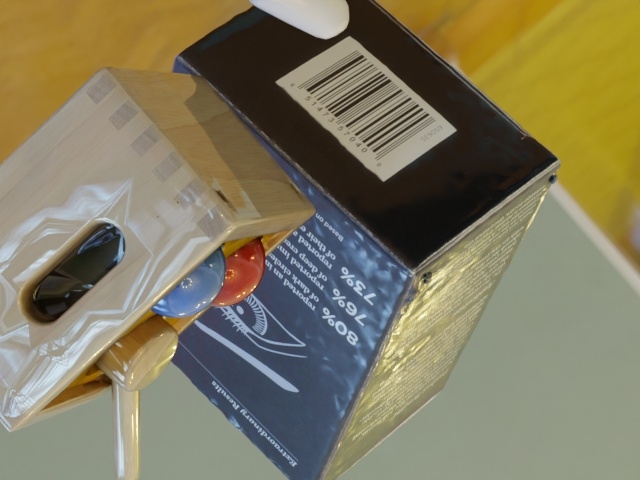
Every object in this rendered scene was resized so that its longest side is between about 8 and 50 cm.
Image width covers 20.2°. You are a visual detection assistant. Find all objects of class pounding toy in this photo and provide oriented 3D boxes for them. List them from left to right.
[{"bbox_3d":[-0.075,0.021,0.663,0.141,0.100,0.130,-42,173,13],"label":"pounding toy"}]

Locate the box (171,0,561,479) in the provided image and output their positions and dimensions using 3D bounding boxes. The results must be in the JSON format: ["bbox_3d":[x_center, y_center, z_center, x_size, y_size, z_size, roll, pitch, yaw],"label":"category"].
[{"bbox_3d":[0.000,0.000,0.870,0.108,0.153,0.207,-36,161,-33],"label":"box"}]

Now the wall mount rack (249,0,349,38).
[{"bbox_3d":[-0.171,-0.126,0.652,0.304,0.350,0.131,-16,117,-12],"label":"wall mount rack"}]
